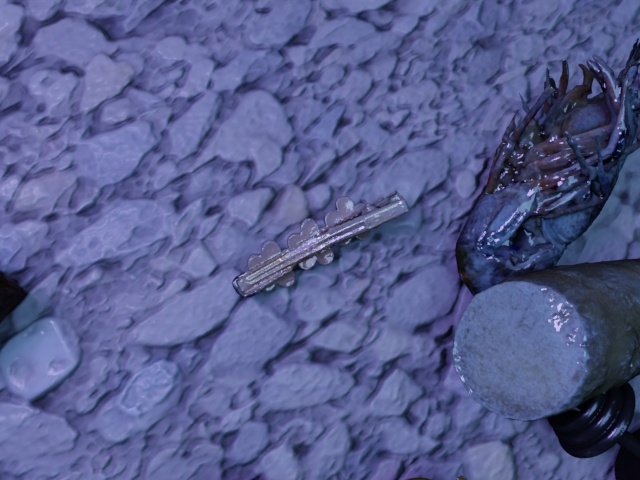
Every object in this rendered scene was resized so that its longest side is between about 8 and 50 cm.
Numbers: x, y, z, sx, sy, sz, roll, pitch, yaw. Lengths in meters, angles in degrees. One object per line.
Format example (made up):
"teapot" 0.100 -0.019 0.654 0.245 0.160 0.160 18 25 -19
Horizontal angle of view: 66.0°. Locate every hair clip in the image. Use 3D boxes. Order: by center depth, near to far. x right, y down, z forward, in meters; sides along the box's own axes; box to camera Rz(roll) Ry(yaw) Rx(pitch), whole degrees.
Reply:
"hair clip" -0.001 -0.001 0.555 0.214 0.056 0.062 -27 101 0

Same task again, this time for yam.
"yam" 0.301 0.082 0.503 0.331 0.133 0.133 -7 82 -24

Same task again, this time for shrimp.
"shrimp" 0.271 -0.095 0.525 0.137 0.172 0.372 23 95 -7

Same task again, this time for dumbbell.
"dumbbell" 0.323 0.210 0.524 0.209 0.099 0.099 38 81 2

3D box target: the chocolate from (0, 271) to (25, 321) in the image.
"chocolate" -0.453 0.139 0.463 0.112 0.112 0.321 39 80 1

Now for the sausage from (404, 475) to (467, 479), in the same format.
"sausage" 0.042 0.374 0.464 0.123 0.123 0.347 39 81 1
